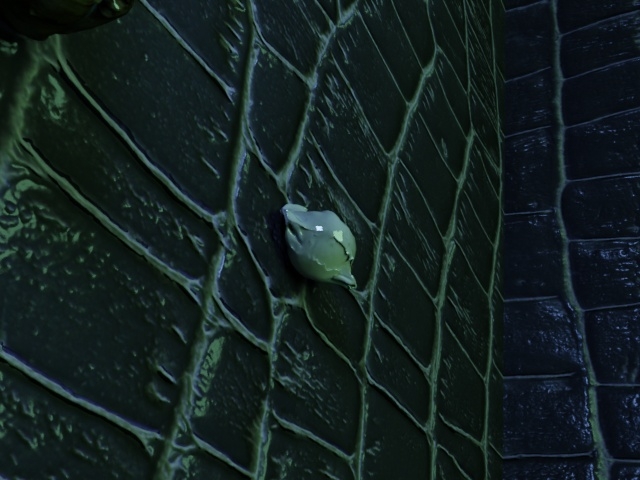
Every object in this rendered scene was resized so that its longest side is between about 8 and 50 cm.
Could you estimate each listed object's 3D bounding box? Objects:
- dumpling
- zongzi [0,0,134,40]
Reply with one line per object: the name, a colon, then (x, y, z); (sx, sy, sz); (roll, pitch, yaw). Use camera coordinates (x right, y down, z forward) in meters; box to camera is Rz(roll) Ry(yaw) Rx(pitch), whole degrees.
dumpling: (0.000, 0.000, 1.258); (0.188, 0.108, 0.127); (44, 18, -27)
zongzi: (-0.320, -0.377, 0.671); (0.393, 0.174, 0.355); (3, 86, -53)
